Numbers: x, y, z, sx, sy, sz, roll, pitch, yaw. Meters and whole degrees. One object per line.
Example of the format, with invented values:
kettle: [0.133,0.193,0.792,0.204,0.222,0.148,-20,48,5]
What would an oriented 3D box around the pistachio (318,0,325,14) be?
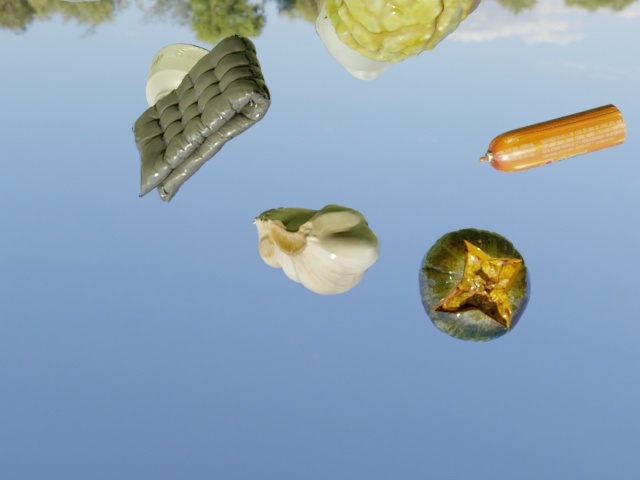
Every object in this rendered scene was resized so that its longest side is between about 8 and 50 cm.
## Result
pistachio: [0.095,-0.487,1.564,0.226,0.136,0.136,27,-146,28]

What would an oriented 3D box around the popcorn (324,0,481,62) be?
popcorn: [0.132,-0.427,1.164,0.247,0.282,0.282,15,-158,-12]

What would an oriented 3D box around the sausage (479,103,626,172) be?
sausage: [0.368,-0.159,1.157,0.234,0.071,0.071,-15,-154,-3]

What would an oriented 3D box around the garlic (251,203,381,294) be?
garlic: [0.006,0.016,1.475,0.281,0.185,0.203,-1,-166,46]

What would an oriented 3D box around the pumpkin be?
pumpkin: [0.314,0.090,1.465,0.238,0.238,0.159,-3,-179,-11]

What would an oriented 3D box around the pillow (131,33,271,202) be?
pillow: [-0.243,-0.247,1.418,0.101,0.326,0.228,31,-152,-41]

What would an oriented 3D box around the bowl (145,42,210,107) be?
bowl: [-0.327,-0.350,1.752,0.237,0.238,0.126,8,-130,12]

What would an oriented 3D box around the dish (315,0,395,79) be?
dish: [0.113,-0.430,1.406,0.246,0.224,0.078,-4,-165,0]
